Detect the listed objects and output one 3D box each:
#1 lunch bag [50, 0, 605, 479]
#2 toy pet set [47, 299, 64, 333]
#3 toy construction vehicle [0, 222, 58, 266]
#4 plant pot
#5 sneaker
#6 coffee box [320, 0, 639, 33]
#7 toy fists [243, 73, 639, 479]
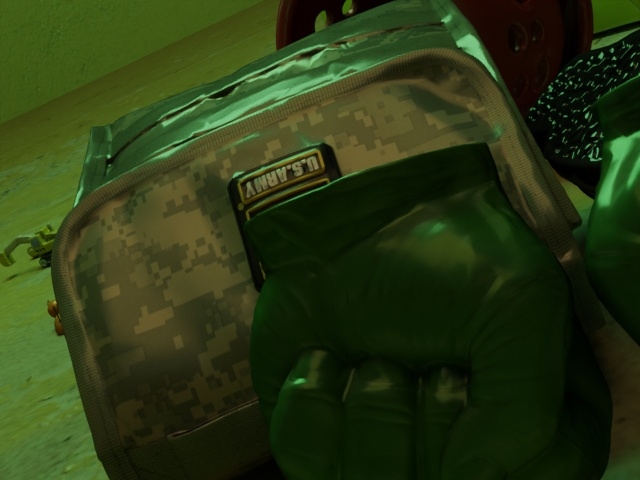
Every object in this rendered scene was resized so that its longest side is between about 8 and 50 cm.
[{"bbox_3d":[0.000,0.000,0.697,0.235,0.169,0.287,-23,23,6],"label":"lunch bag"},{"bbox_3d":[-0.162,0.020,1.043,0.122,0.065,0.114,-27,16,-5],"label":"toy pet set"},{"bbox_3d":[-0.255,-0.007,1.317,0.098,0.035,0.086,-18,18,24],"label":"toy construction vehicle"},{"bbox_3d":[0.090,-0.147,0.994,0.191,0.191,0.174,-7,16,46],"label":"plant pot"},{"bbox_3d":[0.172,-0.050,0.702,0.084,0.097,0.235,-51,5,9],"label":"sneaker"},{"bbox_3d":[0.174,-0.383,1.324,0.337,0.338,0.334,-11,21,40],"label":"coffee box"},{"bbox_3d":[0.101,0.022,0.497,0.279,0.142,0.096,-20,-9,15],"label":"toy fists"}]
